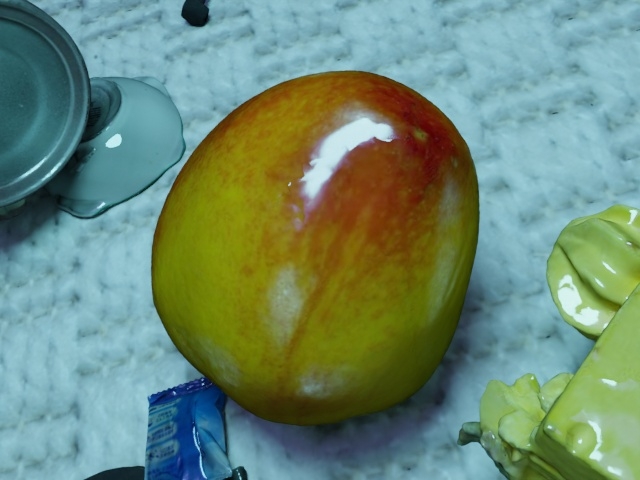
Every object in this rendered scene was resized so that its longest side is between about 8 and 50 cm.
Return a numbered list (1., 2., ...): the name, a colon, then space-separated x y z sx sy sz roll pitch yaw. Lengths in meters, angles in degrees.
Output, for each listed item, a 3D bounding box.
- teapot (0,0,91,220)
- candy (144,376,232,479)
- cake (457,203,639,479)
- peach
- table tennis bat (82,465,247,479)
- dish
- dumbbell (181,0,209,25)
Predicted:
1. teapot: -0.437 -0.165 0.893 0.233 0.314 0.312 -28 44 -33
2. candy: -0.127 0.187 0.731 0.088 0.038 0.136 -16 39 3
3. cake: 0.265 0.128 0.561 0.286 0.222 0.227 30 68 29
4. peach: -0.004 -0.003 0.667 0.289 0.307 0.289 -2 44 2
5. table tennis bat: -0.169 0.265 0.714 0.221 0.019 0.130 -23 56 2
6. dish: -0.293 -0.143 0.967 0.246 0.078 0.224 8 63 20
7. dumbbell: -0.166 -0.342 1.081 0.040 0.036 0.083 8 61 20
